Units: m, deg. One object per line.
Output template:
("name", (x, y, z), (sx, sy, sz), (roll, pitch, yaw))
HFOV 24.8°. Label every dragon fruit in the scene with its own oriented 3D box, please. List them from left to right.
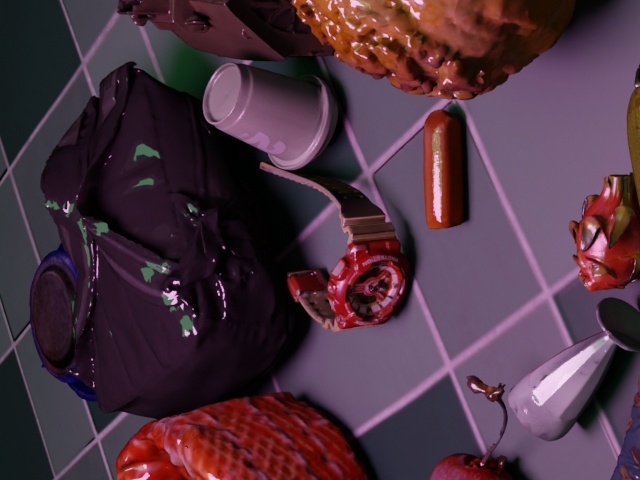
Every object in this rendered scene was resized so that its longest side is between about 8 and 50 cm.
("dragon fruit", (0.278, -0.009, 1.378), (0.086, 0.081, 0.116), (-158, 70, -84))

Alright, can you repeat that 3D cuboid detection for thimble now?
("thimble", (-0.092, 0.366, 1.791), (0.350, 0.230, 0.350), (11, 104, 50))

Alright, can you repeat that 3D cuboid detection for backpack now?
("backpack", (-0.217, -0.002, 1.890), (0.363, 0.254, 0.446), (-43, 56, 48))

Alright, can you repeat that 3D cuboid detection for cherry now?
("cherry", (0.162, 0.239, 1.548), (0.107, 0.090, 0.226), (-143, 51, -59))

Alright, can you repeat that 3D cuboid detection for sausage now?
("sausage", (0.134, -0.078, 1.588), (0.039, 0.041, 0.131), (7, 100, 57))

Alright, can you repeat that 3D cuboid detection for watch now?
("watch", (0.003, 0.007, 1.744), (0.268, 0.102, 0.165), (29, 119, 56))

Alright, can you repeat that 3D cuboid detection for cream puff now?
("cream puff", (0.078, -0.283, 1.397), (0.231, 0.343, 0.327), (-46, 38, 30))

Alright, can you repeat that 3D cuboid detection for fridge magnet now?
("fridge magnet", (-0.355, 0.112, 2.193), (0.265, 0.112, 0.266), (6, 97, 53))

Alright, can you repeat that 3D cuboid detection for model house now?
("model house", (-0.128, -0.314, 1.732), (0.211, 0.243, 0.204), (16, 107, 51))

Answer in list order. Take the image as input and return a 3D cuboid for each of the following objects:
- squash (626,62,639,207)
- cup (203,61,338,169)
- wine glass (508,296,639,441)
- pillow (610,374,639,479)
("squash", (0.321, -0.046, 1.329), (0.066, 0.066, 0.252), (-20, 79, 52))
("cup", (-0.061, -0.157, 1.731), (0.120, 0.141, 0.120), (-25, 55, 41))
("wine glass", (0.257, 0.126, 1.436), (0.155, 0.073, 0.073), (-54, 54, 37))
("pillow", (0.345, 0.251, 1.369), (0.189, 0.034, 0.256), (37, 125, 46))
